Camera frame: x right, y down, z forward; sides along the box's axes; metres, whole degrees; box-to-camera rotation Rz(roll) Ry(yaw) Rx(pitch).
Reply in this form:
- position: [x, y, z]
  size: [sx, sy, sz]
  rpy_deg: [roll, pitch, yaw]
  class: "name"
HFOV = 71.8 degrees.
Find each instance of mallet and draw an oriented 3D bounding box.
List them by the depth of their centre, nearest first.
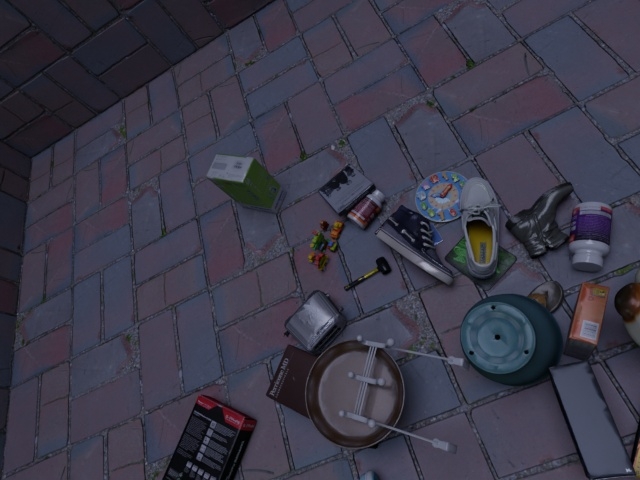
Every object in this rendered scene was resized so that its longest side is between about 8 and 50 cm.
- position: [0.166, 0.123, 1.629]
  size: [0.190, 0.039, 0.062]
  rpy_deg: [-27, 59, 17]
  class: "mallet"

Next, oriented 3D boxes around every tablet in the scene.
- position: [0.400, -0.018, 1.597]
  size: [0.054, 0.006, 0.083]
  rpy_deg: [-31, 56, 10]
  class: "tablet"

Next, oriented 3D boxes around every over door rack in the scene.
- position: [0.220, 0.402, 1.206]
  size: [0.324, 0.108, 0.239]
  rpy_deg: [7, 70, 28]
  class: "over door rack"

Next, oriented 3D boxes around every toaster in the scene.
- position: [-0.020, 0.300, 1.576]
  size: [0.227, 0.129, 0.146]
  rpy_deg: [-46, 58, -2]
  class: "toaster"

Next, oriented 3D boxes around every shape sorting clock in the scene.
- position: [0.450, -0.163, 1.621]
  size: [0.206, 0.040, 0.206]
  rpy_deg: [-11, 62, 22]
  class: "shape sorting clock"

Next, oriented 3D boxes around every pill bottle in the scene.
- position: [0.811, -0.010, 1.331]
  size: [0.108, 0.108, 0.193]
  rpy_deg: [7, 69, 28]
  class: "pill bottle"
- position: [0.181, -0.124, 1.706]
  size: [0.086, 0.086, 0.152]
  rpy_deg: [38, 87, 34]
  class: "pill bottle"

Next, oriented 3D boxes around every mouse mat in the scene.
- position: [0.537, 0.061, 1.493]
  size: [0.152, 0.007, 0.190]
  rpy_deg: [-47, 55, -1]
  class: "mouse mat"

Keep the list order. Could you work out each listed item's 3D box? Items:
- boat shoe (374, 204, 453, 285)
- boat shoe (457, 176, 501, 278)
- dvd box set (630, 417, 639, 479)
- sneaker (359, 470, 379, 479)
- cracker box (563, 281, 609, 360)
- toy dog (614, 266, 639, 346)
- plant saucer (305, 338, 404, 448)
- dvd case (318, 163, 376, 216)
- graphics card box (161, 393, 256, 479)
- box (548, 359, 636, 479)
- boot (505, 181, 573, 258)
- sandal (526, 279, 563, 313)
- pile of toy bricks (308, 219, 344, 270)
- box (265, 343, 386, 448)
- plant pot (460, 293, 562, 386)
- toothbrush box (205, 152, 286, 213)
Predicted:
- position: [0.352, 0.004, 1.534]
  size: [0.340, 0.127, 0.158]
  rpy_deg: [39, 95, 35]
  class: "boat shoe"
- position: [0.521, -0.068, 1.455]
  size: [0.136, 0.156, 0.366]
  rpy_deg: [1, 68, 18]
  class: "boat shoe"
- position: [0.995, 0.497, 1.026]
  size: [0.421, 0.062, 0.307]
  rpy_deg: [15, 74, 30]
  class: "dvd box set"
- position: [0.084, 0.839, 1.269]
  size: [0.208, 0.127, 0.318]
  rpy_deg: [-11, 61, 20]
  class: "sneaker"
- position: [0.713, 0.224, 1.191]
  size: [0.067, 0.232, 0.155]
  rpy_deg: [14, 73, 29]
  class: "cracker box"
- position: [0.920, 0.126, 1.055]
  size: [0.408, 0.395, 0.284]
  rpy_deg: [-40, 64, -6]
  class: "toy dog"
- position: [0.104, 0.455, 1.326]
  size: [0.311, 0.050, 0.310]
  rpy_deg: [-11, 61, 21]
  class: "plant saucer"
- position: [0.099, -0.206, 1.770]
  size: [0.179, 0.029, 0.238]
  rpy_deg: [-40, 35, 3]
  class: "dvd case"
- position: [-0.402, 0.767, 1.558]
  size: [0.233, 0.094, 0.370]
  rpy_deg: [12, 71, 30]
  class: "graphics card box"
- position: [0.679, 0.456, 1.126]
  size: [0.103, 0.184, 0.261]
  rpy_deg: [-18, 59, 17]
  class: "box"
- position: [0.740, -0.059, 1.418]
  size: [0.246, 0.083, 0.161]
  rpy_deg: [-39, 63, 11]
  class: "boot"
- position: [0.638, 0.199, 1.344]
  size: [0.219, 0.060, 0.090]
  rpy_deg: [-32, 57, 9]
  class: "sandal"
- position: [0.000, 0.000, 1.723]
  size: [0.118, 0.105, 0.212]
  rpy_deg: [18, 75, 31]
  class: "pile of toy bricks"
- position: [0.032, 0.501, 1.449]
  size: [0.382, 0.143, 0.191]
  rpy_deg: [14, 72, 32]
  class: "box"
- position: [0.508, 0.272, 1.223]
  size: [0.272, 0.255, 0.271]
  rpy_deg: [-8, 75, 30]
  class: "plant pot"
- position: [-0.310, -0.238, 1.881]
  size: [0.206, 0.283, 0.122]
  rpy_deg: [12, 71, 30]
  class: "toothbrush box"
